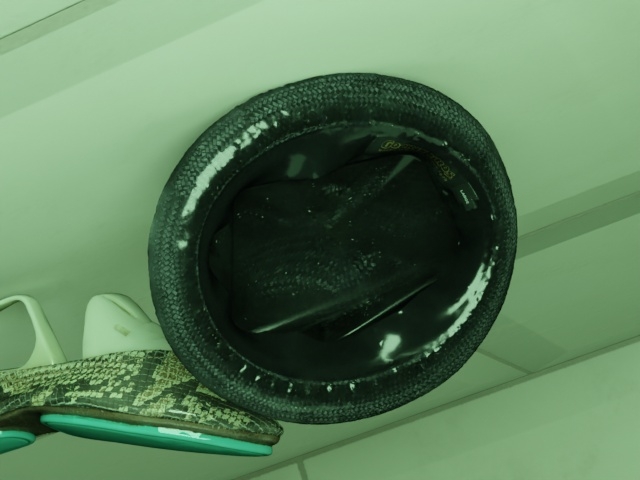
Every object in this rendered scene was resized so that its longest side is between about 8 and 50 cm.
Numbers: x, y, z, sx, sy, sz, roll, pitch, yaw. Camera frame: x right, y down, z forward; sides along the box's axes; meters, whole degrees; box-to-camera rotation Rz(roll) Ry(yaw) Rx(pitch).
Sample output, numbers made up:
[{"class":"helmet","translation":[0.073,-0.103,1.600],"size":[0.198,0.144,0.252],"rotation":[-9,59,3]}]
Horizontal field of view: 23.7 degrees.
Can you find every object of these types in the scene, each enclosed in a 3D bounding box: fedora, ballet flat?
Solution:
[{"class":"fedora","translation":[0.000,0.000,1.339],"size":[0.334,0.334,0.152],"rotation":[-12,-167,-17]},{"class":"ballet flat","translation":[-0.277,0.140,1.526],"size":[0.483,0.182,0.164],"rotation":[-6,164,14]}]
